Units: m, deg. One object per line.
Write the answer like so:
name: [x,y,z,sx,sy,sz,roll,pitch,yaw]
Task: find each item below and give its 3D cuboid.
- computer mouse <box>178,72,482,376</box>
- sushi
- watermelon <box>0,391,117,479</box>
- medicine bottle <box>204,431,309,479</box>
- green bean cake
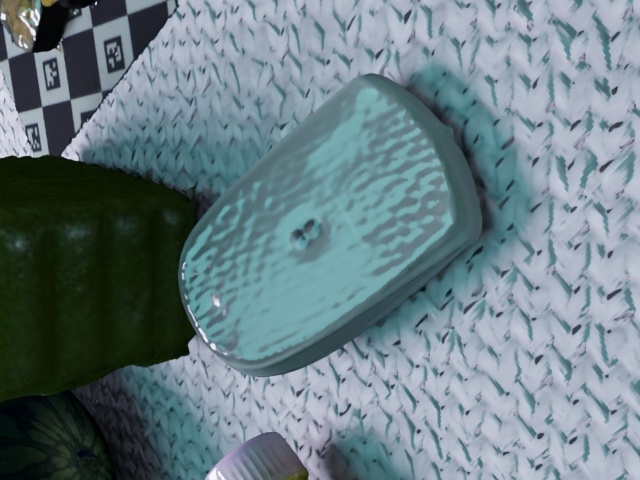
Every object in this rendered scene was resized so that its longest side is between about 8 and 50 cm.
computer mouse: [0.000,0.000,0.524,0.231,0.079,0.128,-36,76,27]
sushi: [-0.277,-0.241,0.752,0.294,0.059,0.292,-38,73,42]
watermelon: [-0.357,0.273,0.754,0.363,0.363,0.363,12,107,43]
medicine bottle: [0.005,0.230,0.533,0.212,0.121,0.122,49,129,26]
green bean cake: [-0.251,0.021,0.648,0.246,0.249,0.156,17,110,41]
